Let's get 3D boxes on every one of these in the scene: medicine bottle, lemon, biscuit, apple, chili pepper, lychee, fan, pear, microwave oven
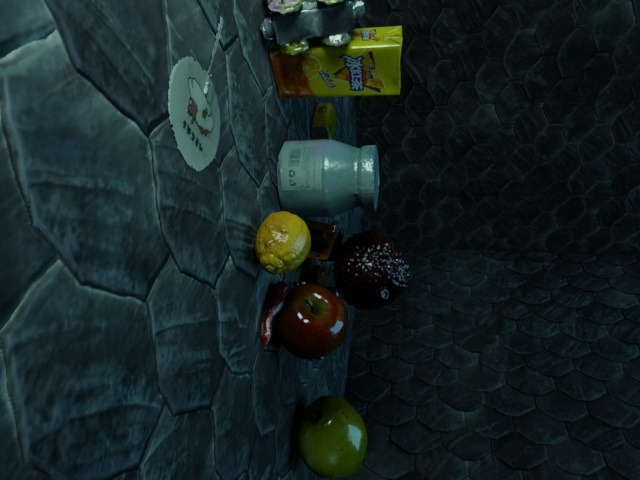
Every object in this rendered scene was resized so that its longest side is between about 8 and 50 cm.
[{"bbox_3d":[0.033,-0.191,1.286,0.245,0.289,0.246,2,90,-79],"label":"medicine bottle"},{"bbox_3d":[-0.096,0.009,1.036,0.142,0.142,0.187,81,21,-46],"label":"lemon"},{"bbox_3d":[-0.010,0.265,1.808,0.318,0.040,0.319,2,90,-79],"label":"biscuit"},{"bbox_3d":[-0.030,0.253,1.236,0.230,0.229,0.230,2,90,-79],"label":"apple"},{"bbox_3d":[-0.130,0.180,1.141,0.050,0.059,0.268,41,41,-24],"label":"chili pepper"},{"bbox_3d":[0.188,0.111,1.557,0.331,0.305,0.306,-102,-176,-50],"label":"lychee"},{"bbox_3d":[-0.206,-0.284,0.747,0.191,0.009,0.330,68,26,-64],"label":"fan"},{"bbox_3d":[0.039,0.733,1.550,0.294,0.293,0.295,2,90,-79],"label":"pear"},{"bbox_3d":[0.129,0.208,2.082,0.123,0.207,0.163,-73,162,-54],"label":"microwave oven"}]

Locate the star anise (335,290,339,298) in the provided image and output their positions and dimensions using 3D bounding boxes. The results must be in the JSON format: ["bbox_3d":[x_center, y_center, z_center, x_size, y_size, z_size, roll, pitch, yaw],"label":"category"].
[{"bbox_3d":[0.058,0.308,1.779,0.229,0.092,0.237,-102,-179,-70],"label":"star anise"}]

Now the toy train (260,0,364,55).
[{"bbox_3d":[-0.025,-0.575,1.037,0.134,0.260,0.178,78,4,-55],"label":"toy train"}]

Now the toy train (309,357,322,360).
[{"bbox_3d":[0.003,0.353,1.589,0.226,0.090,0.137,-66,-176,-22],"label":"toy train"}]

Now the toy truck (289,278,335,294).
[{"bbox_3d":[-0.034,0.210,1.465,0.257,0.127,0.127,32,76,-78],"label":"toy truck"}]

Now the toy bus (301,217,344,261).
[{"bbox_3d":[0.000,0.000,1.546,0.329,0.142,0.154,44,58,-80],"label":"toy bus"}]

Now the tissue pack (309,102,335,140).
[{"bbox_3d":[0.013,-0.469,1.694,0.120,0.082,0.169,77,18,-50],"label":"tissue pack"}]

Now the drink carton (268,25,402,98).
[{"bbox_3d":[0.048,-0.492,1.146,0.155,0.350,0.112,78,18,-53],"label":"drink carton"}]
